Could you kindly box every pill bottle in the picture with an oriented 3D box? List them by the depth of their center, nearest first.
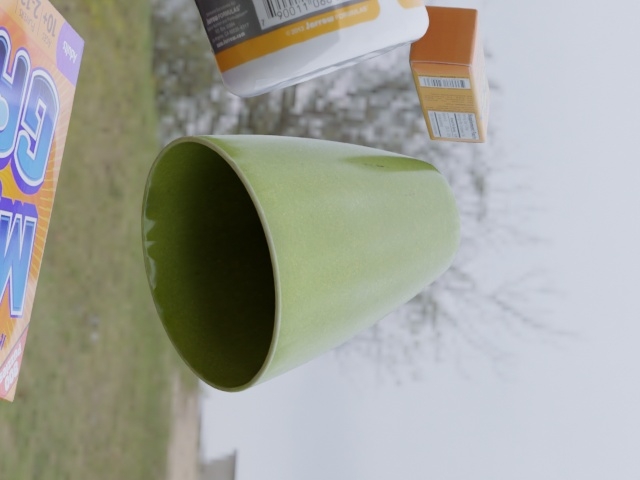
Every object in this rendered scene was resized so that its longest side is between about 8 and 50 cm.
[{"bbox_3d":[-0.035,-0.257,1.251,0.162,0.162,0.278,178,-106,-81],"label":"pill bottle"}]

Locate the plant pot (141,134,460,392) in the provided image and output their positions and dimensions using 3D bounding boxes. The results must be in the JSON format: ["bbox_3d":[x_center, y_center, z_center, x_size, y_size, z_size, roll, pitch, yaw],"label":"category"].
[{"bbox_3d":[0.000,0.000,1.864,0.275,0.294,0.274,24,-60,51],"label":"plant pot"}]

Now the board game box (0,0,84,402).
[{"bbox_3d":[-0.449,-0.080,1.460,0.356,0.356,0.356,54,44,-76],"label":"board game box"}]

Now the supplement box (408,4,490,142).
[{"bbox_3d":[0.156,-0.194,2.028,0.233,0.080,0.078,68,28,-70],"label":"supplement box"}]
